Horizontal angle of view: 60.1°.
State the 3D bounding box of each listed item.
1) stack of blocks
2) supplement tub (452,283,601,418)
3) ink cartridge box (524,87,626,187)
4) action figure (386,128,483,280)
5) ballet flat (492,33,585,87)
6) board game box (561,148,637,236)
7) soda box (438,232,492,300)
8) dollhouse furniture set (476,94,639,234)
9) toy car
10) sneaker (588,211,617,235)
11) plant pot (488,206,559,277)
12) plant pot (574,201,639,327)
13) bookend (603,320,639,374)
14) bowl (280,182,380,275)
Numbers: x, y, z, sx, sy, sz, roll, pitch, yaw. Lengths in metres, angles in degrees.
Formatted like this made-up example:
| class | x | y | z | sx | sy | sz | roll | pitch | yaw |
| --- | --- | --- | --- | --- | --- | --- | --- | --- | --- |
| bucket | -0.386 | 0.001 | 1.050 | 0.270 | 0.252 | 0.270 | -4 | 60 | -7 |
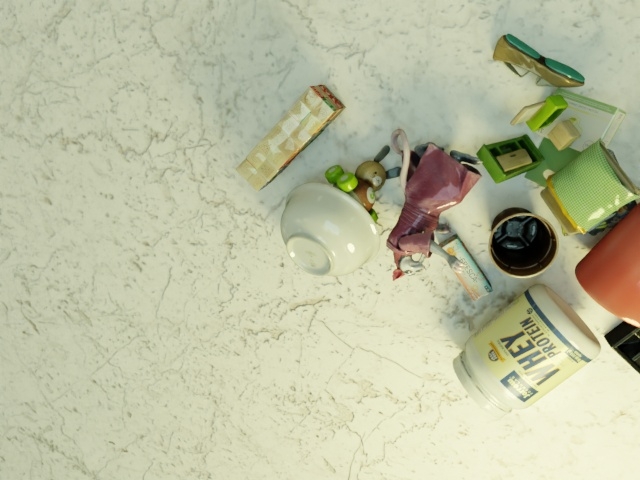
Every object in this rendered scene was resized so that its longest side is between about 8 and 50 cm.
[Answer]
| class | x | y | z | sx | sy | sz | roll | pitch | yaw |
| --- | --- | --- | --- | --- | --- | --- | --- | --- | --- |
| stack of blocks | -0.078 | -0.275 | 1.479 | 0.087 | 0.171 | 0.297 | 45 | 111 | -3 |
| supplement tub | 0.542 | 0.299 | 1.482 | 0.235 | 0.235 | 0.325 | 43 | 110 | -3 |
| ink cartridge box | 0.606 | -0.234 | 1.357 | 0.171 | 0.056 | 0.235 | 42 | 116 | 45 |
| action figure | 0.251 | -0.067 | 1.412 | 0.275 | 0.248 | 0.370 | 24 | 97 | -8 |
| ballet flat | 0.534 | -0.426 | 1.366 | 0.232 | 0.080 | 0.073 | 33 | 133 | 5 |
| board game box | 0.702 | -0.127 | 1.416 | 0.194 | 0.060 | 0.194 | -12 | 102 | 15 |
| soda box | 0.403 | 0.074 | 1.539 | 0.063 | 0.058 | 0.183 | -33 | 98 | 19 |
| dollhouse furniture set | 0.546 | -0.159 | 1.293 | 0.301 | 0.151 | 0.197 | 62 | 151 | 19 |
| toy car | 0.136 | -0.162 | 1.493 | 0.188 | 0.149 | 0.155 | -38 | 123 | -6 |
| sneaker | 0.709 | -0.044 | 1.394 | 0.083 | 0.031 | 0.035 | -37 | 109 | 23 |
| plant pot | 0.514 | -0.008 | 1.435 | 0.167 | 0.165 | 0.167 | 3 | 106 | 11 |
| plant pot | 0.793 | 0.043 | 1.310 | 0.275 | 0.275 | 0.243 | 23 | 123 | 4 |
| bookend | 0.888 | 0.276 | 1.489 | 0.157 | 0.072 | 0.156 | 43 | 110 | -3 |
| bowl | 0.000 | 0.000 | 1.489 | 0.298 | 0.134 | 0.298 | 23 | 142 | 19 |
